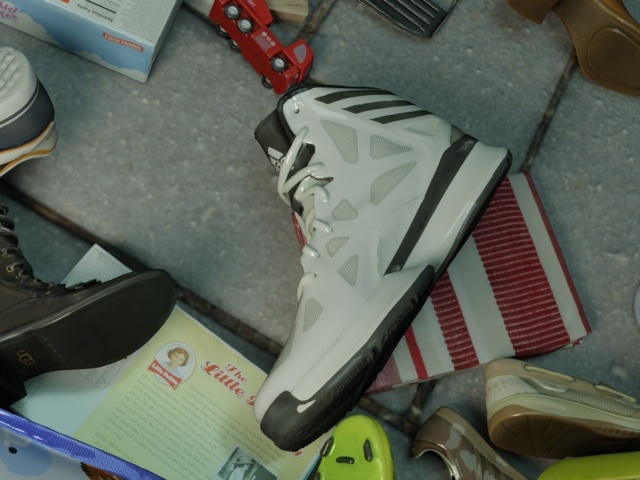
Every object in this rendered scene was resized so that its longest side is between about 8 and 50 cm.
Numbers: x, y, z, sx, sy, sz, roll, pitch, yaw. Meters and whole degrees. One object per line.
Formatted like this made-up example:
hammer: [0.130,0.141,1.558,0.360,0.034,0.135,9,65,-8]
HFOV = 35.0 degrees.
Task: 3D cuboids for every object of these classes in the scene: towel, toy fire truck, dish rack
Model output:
towel: [0.146,0.043,1.209,0.329,0.037,0.237,-9,71,-23]
toy fire truck: [-0.062,-0.287,1.269,0.135,0.047,0.192,-39,85,-29]
dish rack: [0.137,-0.409,1.373,0.208,0.074,0.271,36,62,-1]

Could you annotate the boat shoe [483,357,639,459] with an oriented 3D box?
boat shoe: [0.320,0.205,1.161,0.302,0.109,0.098,17,43,-20]

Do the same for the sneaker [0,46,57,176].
sneaker: [-0.422,-0.085,1.024,0.321,0.127,0.126,-15,57,2]

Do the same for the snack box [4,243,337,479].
snack box: [-0.163,0.173,1.033,0.322,0.060,0.187,38,63,-1]

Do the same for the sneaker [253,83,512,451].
sneaker: [0.000,0.000,1.090,0.258,0.169,0.447,32,55,9]

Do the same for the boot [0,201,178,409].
boot: [-0.291,0.035,0.979,0.263,0.091,0.229,-24,49,-13]

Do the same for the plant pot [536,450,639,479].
plant pot: [0.341,0.335,1.013,0.227,0.228,0.207,42,45,-41]

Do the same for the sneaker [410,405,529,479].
sneaker: [0.180,0.270,1.119,0.188,0.066,0.071,44,79,7]

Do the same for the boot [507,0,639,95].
boot: [0.391,-0.346,1.430,0.284,0.109,0.220,29,52,-7]

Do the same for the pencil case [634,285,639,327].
pencil case: [0.474,0.049,1.185,0.114,0.273,0.124,3,69,-10]

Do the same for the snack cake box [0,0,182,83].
snack cake box: [-0.294,-0.310,1.176,0.264,0.089,0.152,23,65,-8]

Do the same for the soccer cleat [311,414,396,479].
soccer cleat: [0.063,0.320,1.025,0.121,0.093,0.289,3,75,-49]

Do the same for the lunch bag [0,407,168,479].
lunch bag: [-0.228,0.342,0.814,0.386,0.239,0.327,28,49,-7]
